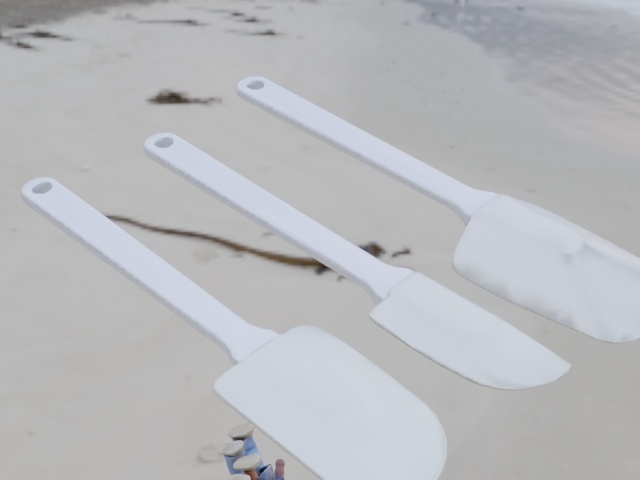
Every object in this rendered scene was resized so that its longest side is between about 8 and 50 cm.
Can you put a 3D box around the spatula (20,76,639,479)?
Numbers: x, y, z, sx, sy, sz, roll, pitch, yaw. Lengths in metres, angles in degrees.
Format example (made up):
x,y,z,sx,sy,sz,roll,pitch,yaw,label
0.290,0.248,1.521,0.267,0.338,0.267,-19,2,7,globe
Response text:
x,y,z,sx,sy,sz,roll,pitch,yaw,label
0.000,0.000,0.410,0.168,0.019,0.242,-33,45,-29,spatula

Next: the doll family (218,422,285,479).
x,y,z,sx,sy,sz,roll,pitch,yaw,label
-0.061,0.230,0.778,0.076,0.111,0.193,-9,26,39,doll family
